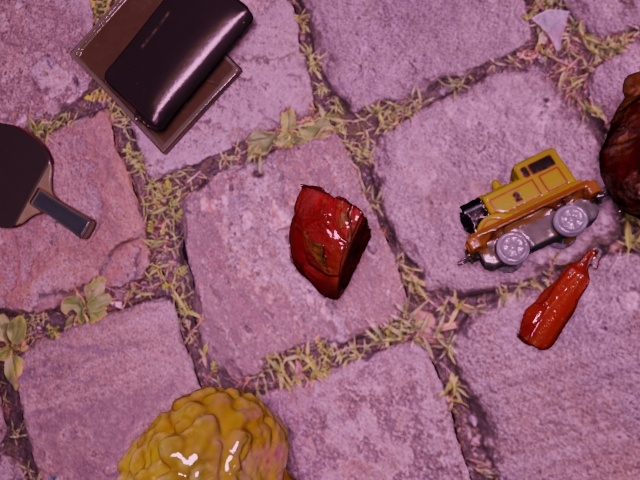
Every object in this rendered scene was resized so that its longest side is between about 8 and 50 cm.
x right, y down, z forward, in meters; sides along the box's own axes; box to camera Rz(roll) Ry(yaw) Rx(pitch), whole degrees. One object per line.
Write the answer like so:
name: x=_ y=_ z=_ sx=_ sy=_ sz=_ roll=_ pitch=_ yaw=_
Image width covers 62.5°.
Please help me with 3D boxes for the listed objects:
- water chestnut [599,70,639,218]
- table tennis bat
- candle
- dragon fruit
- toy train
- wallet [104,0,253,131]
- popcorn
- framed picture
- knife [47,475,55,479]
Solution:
water chestnut: x=0.452 y=-0.101 z=0.614 sx=0.223 sy=0.223 sz=0.238 roll=-20 pitch=94 yaw=9
table tennis bat: x=-0.505 y=-0.091 z=0.899 sx=0.301 sy=0.022 sz=0.173 roll=29 pitch=91 yaw=13
candle: x=0.325 y=0.075 z=0.713 sx=0.053 sy=0.048 sz=0.162 roll=35 pitch=93 yaw=29
dragon fruit: x=-0.002 y=-0.001 z=0.733 sx=0.120 sy=0.161 sz=0.127 roll=25 pitch=80 yaw=10
toy train: x=0.275 y=-0.036 z=0.715 sx=0.219 sy=0.089 sz=0.127 roll=-27 pitch=71 yaw=8
wallet: x=-0.231 y=-0.302 z=0.832 sx=0.149 sy=0.044 sz=0.250 roll=44 pitch=96 yaw=14
popcorn: x=-0.150 y=0.327 z=0.708 sx=0.212 sy=0.259 sz=0.259 roll=-5 pitch=84 yaw=25
framed picture: x=-0.278 y=-0.295 z=0.871 sx=0.260 sy=0.023 sz=0.189 roll=45 pitch=94 yaw=11
knife: x=-0.457 y=0.420 z=0.858 sx=0.014 sy=0.005 sz=0.091 roll=35 pitch=92 yaw=13
